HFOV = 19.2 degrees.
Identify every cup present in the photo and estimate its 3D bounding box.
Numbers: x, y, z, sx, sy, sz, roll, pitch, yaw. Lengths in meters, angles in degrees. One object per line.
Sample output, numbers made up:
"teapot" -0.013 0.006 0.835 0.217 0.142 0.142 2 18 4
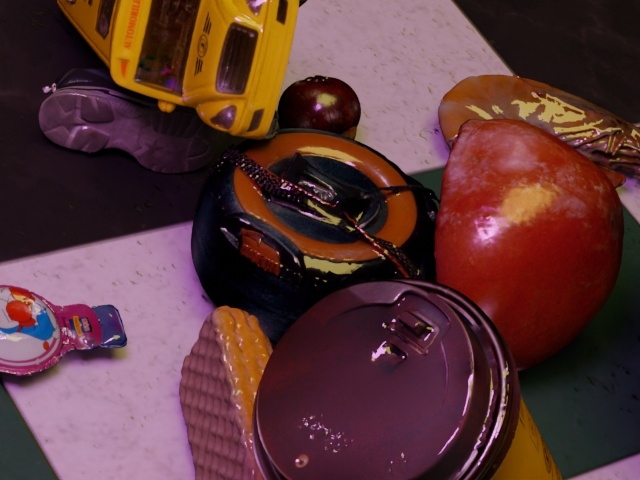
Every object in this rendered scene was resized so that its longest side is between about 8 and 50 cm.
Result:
"cup" 0.078 0.157 1.372 0.196 0.280 0.196 -12 58 19

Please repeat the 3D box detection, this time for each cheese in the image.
"cheese" -0.225 0.070 1.496 0.145 0.038 0.095 0 48 -25

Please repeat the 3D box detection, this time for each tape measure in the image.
"tape measure" 0.000 0.000 1.606 0.223 0.135 0.202 23 41 0

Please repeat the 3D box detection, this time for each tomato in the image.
"tomato" 0.190 -0.002 1.641 0.139 0.200 0.233 -6 44 23

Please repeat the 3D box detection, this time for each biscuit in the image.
"biscuit" -0.042 0.216 1.400 0.054 0.094 0.379 9 45 -27

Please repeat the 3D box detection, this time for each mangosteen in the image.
"mangosteen" -0.002 -0.116 1.770 0.081 0.081 0.081 14 43 -13

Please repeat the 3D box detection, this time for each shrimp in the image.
"shrimp" 0.252 -0.086 1.872 0.287 0.063 0.152 14 45 -8

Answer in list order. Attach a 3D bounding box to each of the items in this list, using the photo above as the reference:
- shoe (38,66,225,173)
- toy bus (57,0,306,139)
"shoe" -0.169 -0.121 1.700 0.169 0.071 0.099 11 37 -16
"toy bus" -0.127 -0.204 1.657 0.152 0.144 0.330 7 19 -24
